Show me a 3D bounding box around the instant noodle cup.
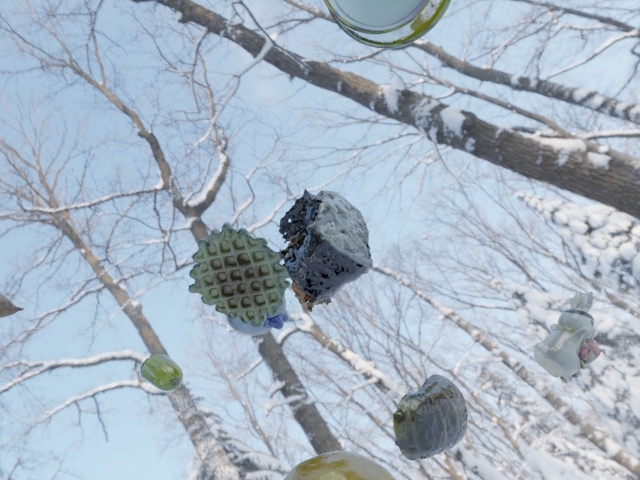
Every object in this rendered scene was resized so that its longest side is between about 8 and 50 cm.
[{"bbox_3d":[0.134,-0.580,1.106,0.254,0.326,0.325,-60,-12,-64],"label":"instant noodle cup"}]

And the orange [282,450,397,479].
[{"bbox_3d":[0.026,0.480,0.815,0.279,0.235,0.278,10,-90,-76],"label":"orange"}]

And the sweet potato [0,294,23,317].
[{"bbox_3d":[-0.805,0.146,1.162,0.226,0.068,0.068,9,-66,-40],"label":"sweet potato"}]

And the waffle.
[{"bbox_3d":[-0.239,0.104,1.524,0.291,0.309,0.056,-63,-5,21],"label":"waffle"}]

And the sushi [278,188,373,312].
[{"bbox_3d":[0.000,0.000,1.335,0.234,0.348,0.207,37,-65,-11],"label":"sushi"}]

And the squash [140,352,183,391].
[{"bbox_3d":[-0.569,0.491,1.882,0.123,0.187,0.122,-6,-81,-43],"label":"squash"}]

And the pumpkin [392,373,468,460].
[{"bbox_3d":[0.086,0.128,0.367,0.083,0.028,0.050,-15,-89,-43],"label":"pumpkin"}]

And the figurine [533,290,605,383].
[{"bbox_3d":[0.432,0.166,0.877,0.146,0.081,0.098,-45,-62,-17],"label":"figurine"}]

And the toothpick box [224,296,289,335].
[{"bbox_3d":[-0.257,0.203,1.923,0.263,0.354,0.262,-16,-50,-19],"label":"toothpick box"}]
